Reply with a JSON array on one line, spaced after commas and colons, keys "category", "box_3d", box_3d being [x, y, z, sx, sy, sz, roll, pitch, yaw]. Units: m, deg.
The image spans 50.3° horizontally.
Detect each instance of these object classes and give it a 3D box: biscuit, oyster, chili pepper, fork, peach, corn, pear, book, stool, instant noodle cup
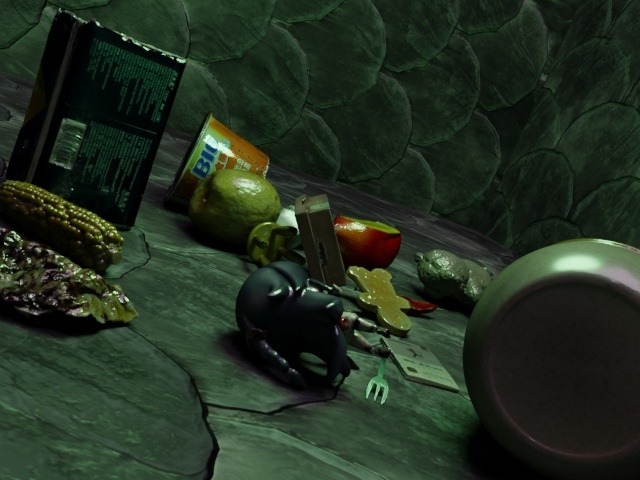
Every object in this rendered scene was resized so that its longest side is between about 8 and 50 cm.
[{"category": "biscuit", "box_3d": [0.148, 0.145, 1.653, 0.153, 0.030, 0.234, 7, 35, -31]}, {"category": "oyster", "box_3d": [-0.402, 0.064, 1.060, 0.214, 0.083, 0.223, 31, 8, 29]}, {"category": "chili pepper", "box_3d": [0.202, 0.161, 1.772, 0.267, 0.051, 0.059, 18, -14, -29]}, {"category": "fork", "box_3d": [0.113, 0.248, 1.281, 0.039, 0.021, 0.235, 26, 12, 4]}, {"category": "peach", "box_3d": [0.129, 0.018, 1.994, 0.153, 0.159, 0.267, 17, 5, 37]}, {"category": "corn", "box_3d": [-0.495, -0.034, 1.291, 0.319, 0.097, 0.097, 25, 12, 24]}, {"category": "pear", "box_3d": [-0.215, -0.083, 1.751, 0.211, 0.188, 0.228, 24, -20, -32]}, {"category": "book", "box_3d": [0.204, 0.256, 1.427, 0.127, 0.014, 0.182, 18, 13, -17]}, {"category": "stool", "box_3d": [-0.109, 0.018, 1.653, 0.135, 0.134, 0.110, 26, 1, -32]}, {"category": "instant noodle cup", "box_3d": [-0.287, -0.191, 1.942, 0.214, 0.296, 0.296, 27, 10, -15]}]

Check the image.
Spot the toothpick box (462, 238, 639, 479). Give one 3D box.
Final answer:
[{"category": "toothpick box", "box_3d": [0.467, 0.205, 1.172, 0.408, 0.409, 0.425, 27, 8, 25]}]

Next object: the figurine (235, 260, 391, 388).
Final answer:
[{"category": "figurine", "box_3d": [-0.027, 0.139, 1.171, 0.197, 0.175, 0.265, 5, 12, -41]}]

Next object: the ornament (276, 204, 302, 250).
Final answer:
[{"category": "ornament", "box_3d": [-0.084, -0.031, 1.940, 0.130, 0.120, 0.285, 41, 14, -1]}]

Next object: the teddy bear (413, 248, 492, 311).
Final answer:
[{"category": "teddy bear", "box_3d": [0.405, 0.120, 2.053, 0.267, 0.151, 0.236, 14, 12, -38]}]

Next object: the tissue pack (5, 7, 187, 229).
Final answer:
[{"category": "tissue pack", "box_3d": [-0.500, -0.269, 1.521, 0.264, 0.417, 0.253, 12, 15, -38]}]

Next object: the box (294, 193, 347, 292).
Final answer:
[{"category": "box", "box_3d": [0.000, 0.000, 1.702, 0.086, 0.215, 0.215, -14, 14, 1]}]
